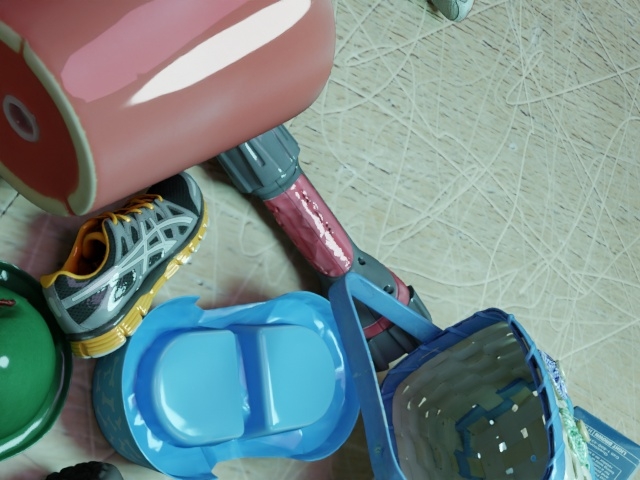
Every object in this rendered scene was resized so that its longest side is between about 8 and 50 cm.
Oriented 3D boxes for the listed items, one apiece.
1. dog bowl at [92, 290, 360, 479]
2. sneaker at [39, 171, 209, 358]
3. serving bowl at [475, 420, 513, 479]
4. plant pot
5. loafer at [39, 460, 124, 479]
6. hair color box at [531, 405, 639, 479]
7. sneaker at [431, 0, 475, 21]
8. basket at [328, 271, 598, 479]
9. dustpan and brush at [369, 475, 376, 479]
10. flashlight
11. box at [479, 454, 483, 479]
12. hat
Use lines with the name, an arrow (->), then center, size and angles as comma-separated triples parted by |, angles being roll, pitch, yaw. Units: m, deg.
dog bowl -> -0.085, 0.136, 1.045 | 0.297, 0.074, 0.165 | 0, 81, -45
sneaker -> -0.169, 0.002, 0.967 | 0.083, 0.084, 0.215 | 57, 39, -29
serving bowl -> 0.195, 0.239, 1.261 | 0.083, 0.027, 0.083 | 12, 73, -44
plant pot -> -0.164, -0.161, 0.916 | 0.243, 0.275, 0.275 | -41, 110, -33
loafer -> -0.241, 0.323, 0.798 | 0.366, 0.134, 0.130 | -46, 113, -41
hair color box -> 0.225, 0.350, 1.231 | 0.347, 0.105, 0.173 | -33, 148, -45
sneaker -> 0.106, -0.346, 1.359 | 0.225, 0.088, 0.092 | 40, 75, -32
basket -> 0.131, 0.174, 1.057 | 0.289, 0.201, 0.254 | 27, 35, -36
dustpan and brush -> 0.010, 0.307, 1.111 | 0.147, 0.060, 0.211 | 56, 48, -21
flashlight -> 0.000, 0.000, 1.143 | 0.304, 0.103, 0.103 | 54, 45, -24
box -> 0.147, 0.274, 1.263 | 0.059, 0.054, 0.169 | 54, 48, -23
hat -> -0.230, 0.082, 0.827 | 0.209, 0.184, 0.172 | -2, 81, -46
